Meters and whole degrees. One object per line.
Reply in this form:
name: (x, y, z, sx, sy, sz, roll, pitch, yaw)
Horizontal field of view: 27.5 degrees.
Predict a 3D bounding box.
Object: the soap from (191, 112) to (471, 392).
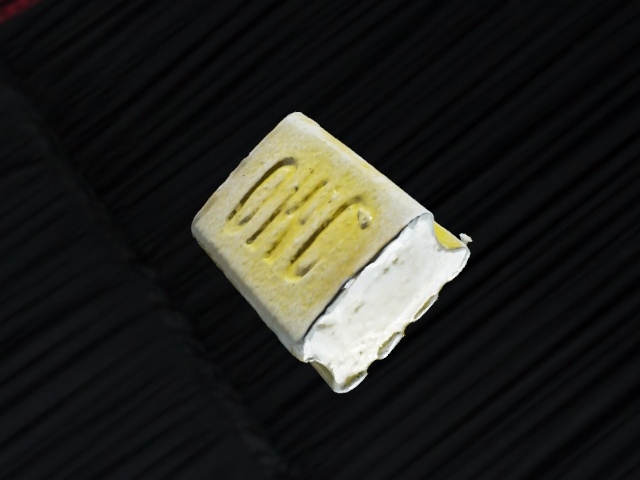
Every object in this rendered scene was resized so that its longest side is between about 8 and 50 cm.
soap: (0.000, 0.000, 1.194, 0.089, 0.173, 0.274, 42, 0, -34)
